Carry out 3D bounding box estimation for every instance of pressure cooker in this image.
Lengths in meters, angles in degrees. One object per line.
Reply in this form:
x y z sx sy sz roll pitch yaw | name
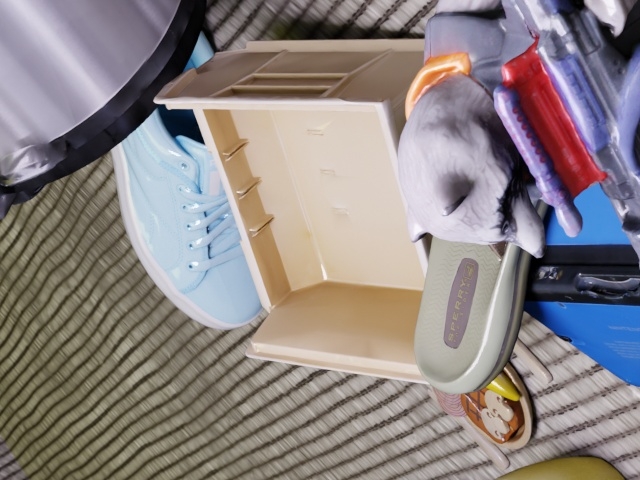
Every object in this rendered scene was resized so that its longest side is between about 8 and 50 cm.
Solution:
-0.303 -0.240 1.474 0.375 0.370 0.420 57 -176 39 | pressure cooker

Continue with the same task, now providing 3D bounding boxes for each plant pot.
0.218 0.241 1.486 0.134 0.095 0.134 40 149 31 | plant pot

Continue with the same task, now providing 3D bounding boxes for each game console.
0.264 -0.014 1.212 0.250 0.173 0.293 35 164 -25 | game console

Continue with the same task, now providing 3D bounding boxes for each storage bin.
0.013 -0.029 1.449 0.260 0.123 0.262 4 124 38 | storage bin

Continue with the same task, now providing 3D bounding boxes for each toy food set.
0.142 0.141 1.575 0.132 0.038 0.192 47 152 22 | toy food set

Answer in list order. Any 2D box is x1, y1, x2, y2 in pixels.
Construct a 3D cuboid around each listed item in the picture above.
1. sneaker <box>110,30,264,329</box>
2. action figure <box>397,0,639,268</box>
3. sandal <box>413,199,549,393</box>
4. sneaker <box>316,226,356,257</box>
-0.127 -0.063 1.718 0.150 0.135 0.366 16 132 58 | sneaker
0.180 -0.076 0.943 0.178 0.330 0.341 8 125 59 | action figure
0.105 -0.035 1.244 0.120 0.086 0.303 16 100 60 | sandal
0.000 0.000 1.643 0.084 0.069 0.185 50 144 12 | sneaker
